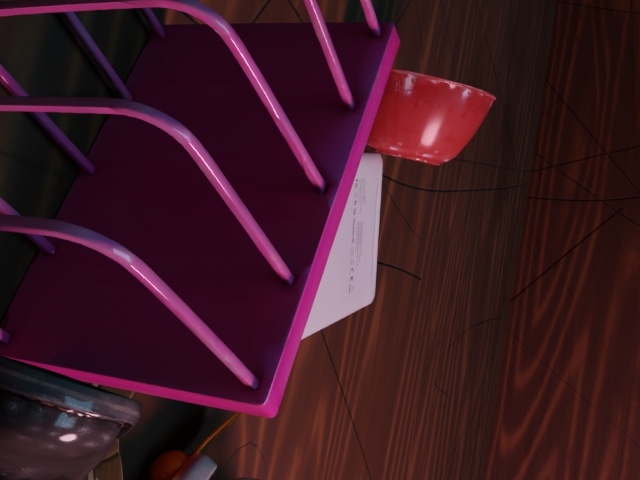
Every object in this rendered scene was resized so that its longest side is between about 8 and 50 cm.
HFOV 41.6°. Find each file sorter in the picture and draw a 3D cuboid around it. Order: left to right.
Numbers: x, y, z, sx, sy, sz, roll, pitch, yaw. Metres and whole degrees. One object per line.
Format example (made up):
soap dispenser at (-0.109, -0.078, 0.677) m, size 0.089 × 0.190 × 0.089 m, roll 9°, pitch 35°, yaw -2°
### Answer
file sorter at (-0.102, -0.078, 0.507) m, size 0.182 × 0.202 × 0.290 m, roll 60°, pitch 42°, yaw -52°

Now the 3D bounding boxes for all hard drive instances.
hard drive at (0.000, 0.000, 0.973) m, size 0.307 × 0.040 × 0.202 m, roll -15°, pitch 109°, yaw -66°

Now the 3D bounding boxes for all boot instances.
boot at (-0.175, 0.184, 0.390) m, size 0.263 × 0.091 × 0.228 m, roll -42°, pitch -150°, yaw 52°

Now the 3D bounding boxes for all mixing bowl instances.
mixing bowl at (0.117, -0.150, 1.048) m, size 0.181 × 0.182 × 0.098 m, roll -4°, pitch 108°, yaw -67°

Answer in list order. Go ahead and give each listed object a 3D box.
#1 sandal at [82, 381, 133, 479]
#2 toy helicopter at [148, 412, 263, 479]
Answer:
sandal at (-0.169, 0.120, 0.586) m, size 0.072 × 0.049 × 0.180 m, roll 34°, pitch 47°, yaw -49°
toy helicopter at (-0.093, 0.250, 0.656) m, size 0.140 × 0.235 × 0.355 m, roll -45°, pitch 152°, yaw 15°
